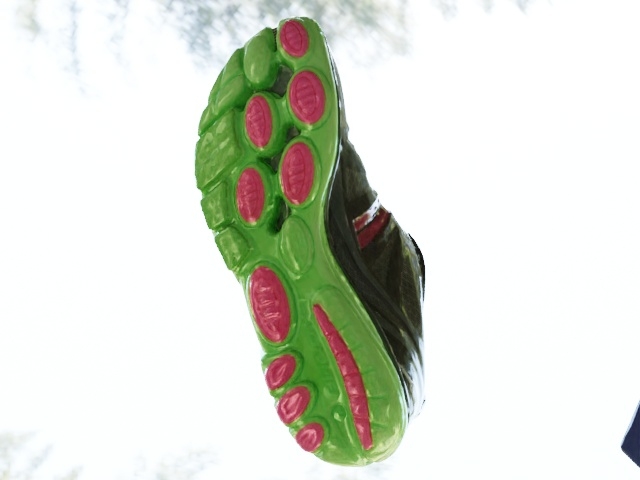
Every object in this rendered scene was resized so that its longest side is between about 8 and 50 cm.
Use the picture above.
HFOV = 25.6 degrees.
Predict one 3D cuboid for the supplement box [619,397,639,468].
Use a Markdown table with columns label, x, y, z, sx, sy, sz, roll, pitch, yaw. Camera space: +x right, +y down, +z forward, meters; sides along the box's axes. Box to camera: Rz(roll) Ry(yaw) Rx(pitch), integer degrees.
| label | x | y | z | sx | sy | sz | roll | pitch | yaw |
| --- | --- | --- | --- | --- | --- | --- | --- | --- | --- |
| supplement box | 0.430 | 0.117 | 1.006 | 0.194 | 0.356 | 0.195 | 44 | -58 | 49 |

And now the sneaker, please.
| label | x | y | z | sx | sy | sz | roll | pitch | yaw |
| --- | --- | --- | --- | --- | --- | --- | --- | --- | --- |
| sneaker | 0.000 | 0.000 | 1.524 | 0.185 | 0.202 | 0.483 | -13 | -93 | 26 |
